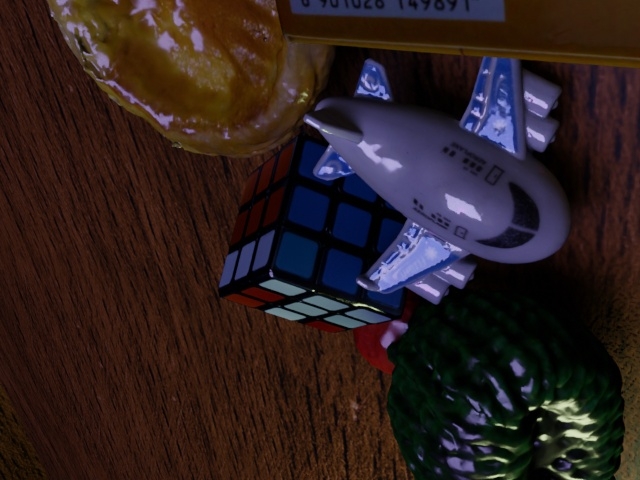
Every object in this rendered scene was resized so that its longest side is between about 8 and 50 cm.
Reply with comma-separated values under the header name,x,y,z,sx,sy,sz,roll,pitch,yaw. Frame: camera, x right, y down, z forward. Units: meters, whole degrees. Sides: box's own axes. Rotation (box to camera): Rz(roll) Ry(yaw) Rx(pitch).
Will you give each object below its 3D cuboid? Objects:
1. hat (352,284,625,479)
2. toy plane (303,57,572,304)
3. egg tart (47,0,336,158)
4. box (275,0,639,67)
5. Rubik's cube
name,x,y,z,sx,sy,sz,roll,pitch,yaw
hat,0.165,0.147,0.865,0.332,0.242,0.274,45,145,52
toy plane,0.111,-0.064,0.730,0.267,0.122,0.266,5,107,15
egg tart,-0.129,-0.275,0.806,0.388,0.169,0.387,22,136,23
box,0.199,-0.204,0.463,0.415,0.264,0.115,16,131,39
Rubik's cube,0.000,0.000,0.856,0.162,0.160,0.163,21,159,-22
